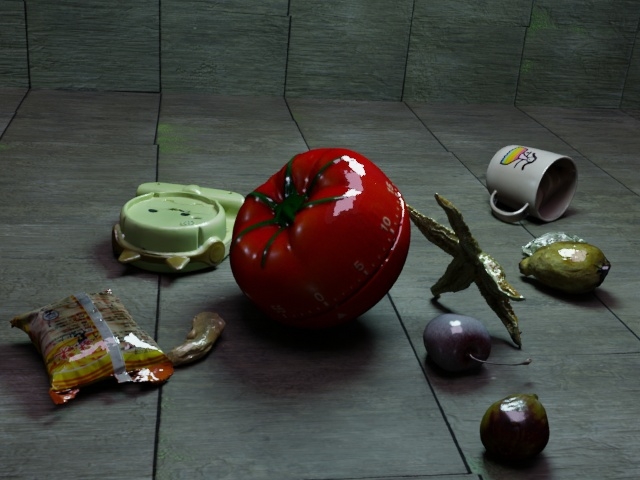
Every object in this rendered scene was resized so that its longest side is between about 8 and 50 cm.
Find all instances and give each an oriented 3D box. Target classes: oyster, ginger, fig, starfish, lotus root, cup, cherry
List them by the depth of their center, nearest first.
[{"bbox_3d":[0.331,0.300,1.399,0.109,0.103,0.154,32,38,6],"label":"fig"},{"bbox_3d":[-0.233,0.186,1.608,0.070,0.051,0.173,8,22,15],"label":"ginger"},{"bbox_3d":[0.287,0.199,1.632,0.188,0.115,0.148,1,-16,-26],"label":"cherry"},{"bbox_3d":[0.306,0.041,1.709,0.078,0.357,0.347,-33,43,-17],"label":"starfish"},{"bbox_3d":[0.572,0.062,1.968,0.214,0.138,0.138,2,21,22],"label":"lotus root"},{"bbox_3d":[0.608,0.035,2.111,0.177,0.064,0.125,29,47,24],"label":"oyster"},{"bbox_3d":[0.581,-0.153,2.408,0.253,0.191,0.200,-45,41,-18],"label":"cup"}]

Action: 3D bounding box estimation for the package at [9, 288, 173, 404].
[{"bbox_3d":[-0.426,0.179,1.520,0.223,0.108,0.288,-15,33,-34],"label":"package"}]

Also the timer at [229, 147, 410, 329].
[{"bbox_3d":[0.000,0.000,1.708,0.378,0.279,0.377,-25,41,24],"label":"timer"}]

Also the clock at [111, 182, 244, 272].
[{"bbox_3d":[-0.347,-0.028,1.985,0.286,0.117,0.348,7,24,7],"label":"clock"}]
